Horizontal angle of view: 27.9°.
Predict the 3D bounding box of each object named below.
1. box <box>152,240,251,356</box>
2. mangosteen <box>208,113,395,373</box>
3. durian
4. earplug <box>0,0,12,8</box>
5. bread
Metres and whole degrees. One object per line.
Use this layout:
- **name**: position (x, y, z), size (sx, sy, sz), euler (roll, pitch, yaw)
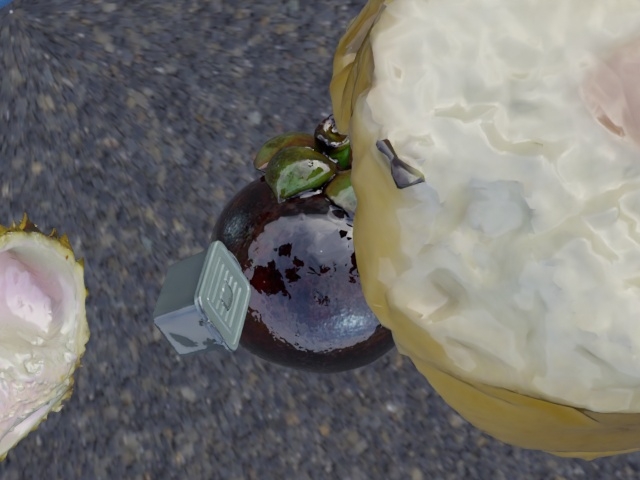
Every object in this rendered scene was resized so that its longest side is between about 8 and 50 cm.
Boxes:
- **box**: position (-0.131, 0.068, 1.414), size (0.069, 0.122, 0.084), euler (-17, 124, 22)
- **mangosteen**: position (-0.003, 0.014, 1.607), size (0.300, 0.300, 0.300), euler (-2, 100, -13)
- **durian**: position (-0.255, 0.084, 0.876), size (0.138, 0.249, 0.183), euler (-5, 114, 31)
- **earplug**: position (-0.406, -0.322, 1.509), size (0.273, 0.132, 0.132), euler (-25, 105, 12)
- **bread**: position (0.119, -0.031, 0.421), size (0.211, 0.224, 0.183), euler (6, 66, -51)
